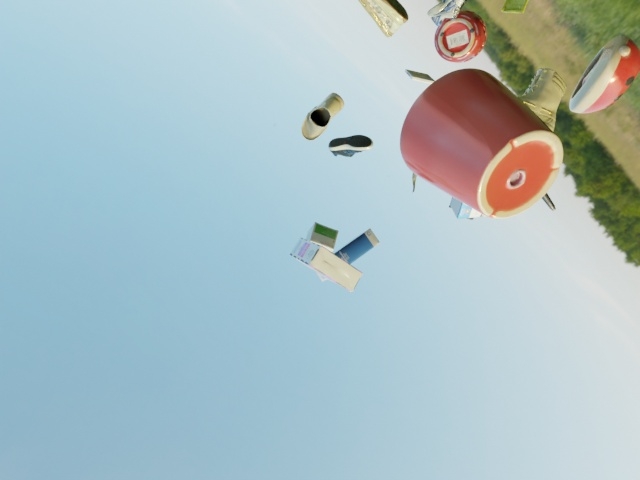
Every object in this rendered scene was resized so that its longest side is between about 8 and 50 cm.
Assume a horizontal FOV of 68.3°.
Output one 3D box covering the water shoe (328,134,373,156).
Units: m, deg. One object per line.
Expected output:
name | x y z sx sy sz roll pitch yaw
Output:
water shoe | 0.134 -0.395 1.988 0.080 0.202 0.073 51 -129 -53

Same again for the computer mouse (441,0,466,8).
computer mouse | 0.438 -0.773 1.399 0.071 0.242 0.041 34 -172 -40

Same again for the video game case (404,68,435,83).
video game case | 0.344 -0.565 1.628 0.087 0.011 0.122 9 -149 -8

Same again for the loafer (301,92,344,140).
loafer | -0.010 -0.479 1.864 0.102 0.268 0.092 45 -127 -3

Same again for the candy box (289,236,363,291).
candy box | 0.013 0.071 1.451 0.164 0.070 0.196 34 175 -22

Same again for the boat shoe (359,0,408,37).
boat shoe | 0.131 -0.721 1.389 0.285 0.089 0.105 38 -137 -14

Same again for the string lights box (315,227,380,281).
string lights box | 0.104 0.061 1.915 0.259 0.133 0.077 -34 -90 -17

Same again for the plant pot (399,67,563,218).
plant pot | 0.342 -0.189 0.989 0.274 0.275 0.243 24 -156 -37

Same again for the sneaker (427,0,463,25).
sneaker | 0.361 -0.632 1.278 0.058 0.135 0.052 58 -138 -11

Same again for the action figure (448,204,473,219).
action figure | 0.760 -0.257 2.250 0.329 0.178 0.342 -13 -111 -33

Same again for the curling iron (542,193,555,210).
curling iron | 0.755 -0.196 1.669 0.274 0.035 0.068 41 -119 -25

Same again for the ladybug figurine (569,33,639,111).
ladybug figurine | 1.231 -0.696 2.029 0.161 0.305 0.449 28 -179 12

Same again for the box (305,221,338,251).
box | 0.000 0.000 1.785 0.101 0.102 0.087 21 -116 -10

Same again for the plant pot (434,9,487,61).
plant pot | 0.529 -0.777 1.797 0.191 0.191 0.174 48 -149 0

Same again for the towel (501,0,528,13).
towel | 0.802 -1.021 1.858 0.021 0.238 0.102 7 -162 -39

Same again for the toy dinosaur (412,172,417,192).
toy dinosaur | 0.483 -0.365 2.282 0.064 0.118 0.268 46 156 42

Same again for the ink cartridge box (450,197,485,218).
ink cartridge box | 0.556 -0.155 1.603 0.190 0.140 0.082 -6 -135 -9

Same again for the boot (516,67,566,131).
boot | 0.676 -0.478 1.546 0.261 0.204 0.095 23 173 -9
